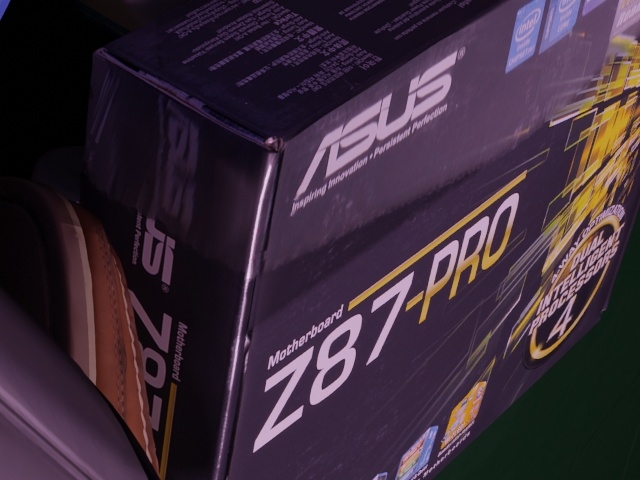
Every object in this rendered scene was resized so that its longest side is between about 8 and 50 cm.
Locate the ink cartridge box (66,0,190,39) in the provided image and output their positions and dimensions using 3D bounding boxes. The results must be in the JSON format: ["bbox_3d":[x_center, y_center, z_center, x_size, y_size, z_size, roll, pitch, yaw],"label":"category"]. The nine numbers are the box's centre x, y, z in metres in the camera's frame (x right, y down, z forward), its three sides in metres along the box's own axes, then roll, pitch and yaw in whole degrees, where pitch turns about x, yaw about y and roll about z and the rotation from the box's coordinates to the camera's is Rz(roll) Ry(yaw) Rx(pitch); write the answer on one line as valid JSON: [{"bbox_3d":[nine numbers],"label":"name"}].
[{"bbox_3d":[-0.063,-0.168,0.742,0.148,0.086,0.203,-54,153,-4],"label":"ink cartridge box"}]

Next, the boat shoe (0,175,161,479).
[{"bbox_3d":[-0.102,0.133,0.733,0.104,0.110,0.307,7,84,-51],"label":"boat shoe"}]

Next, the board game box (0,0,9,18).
[{"bbox_3d":[-0.071,-0.225,0.523,0.233,0.078,0.347,121,-5,-85],"label":"board game box"}]

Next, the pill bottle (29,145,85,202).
[{"bbox_3d":[-0.111,0.023,0.884,0.067,0.067,0.120,-16,132,-51],"label":"pill bottle"}]

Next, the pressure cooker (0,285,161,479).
[{"bbox_3d":[-0.221,0.131,0.501,0.370,0.375,0.420,-53,151,-11],"label":"pressure cooker"}]

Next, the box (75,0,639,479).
[{"bbox_3d":[0.041,-0.013,0.908,0.395,0.097,0.318,-35,145,-44],"label":"box"}]
